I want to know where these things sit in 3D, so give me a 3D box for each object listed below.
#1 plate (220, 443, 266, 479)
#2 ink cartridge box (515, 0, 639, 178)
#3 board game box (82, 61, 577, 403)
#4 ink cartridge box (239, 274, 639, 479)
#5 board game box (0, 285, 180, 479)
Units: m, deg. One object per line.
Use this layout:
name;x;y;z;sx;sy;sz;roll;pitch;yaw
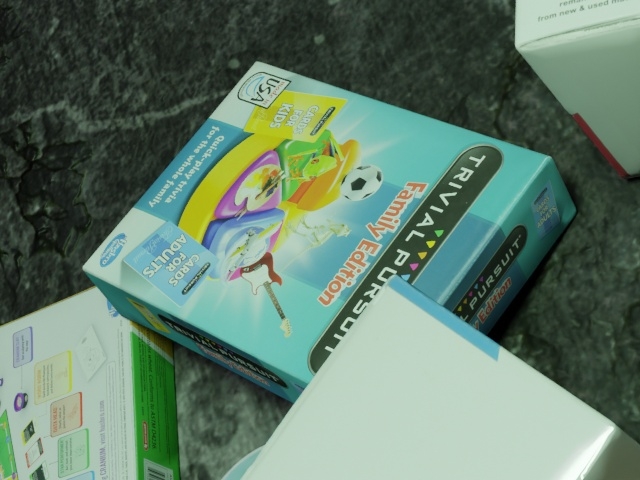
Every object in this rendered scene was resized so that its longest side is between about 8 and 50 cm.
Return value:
plate;-0.025;0.253;1.228;0.188;0.024;0.188;-15;60;28
ink cartridge box;0.247;-0.233;1.143;0.131;0.226;0.306;-12;61;29
board game box;0.000;0.000;1.258;0.336;0.079;0.253;22;67;40
ink cartridge box;0.118;0.191;0.996;0.198;0.270;0.197;35;89;40
board game box;-0.278;0.193;1.407;0.317;0.064;0.242;-21;57;25
